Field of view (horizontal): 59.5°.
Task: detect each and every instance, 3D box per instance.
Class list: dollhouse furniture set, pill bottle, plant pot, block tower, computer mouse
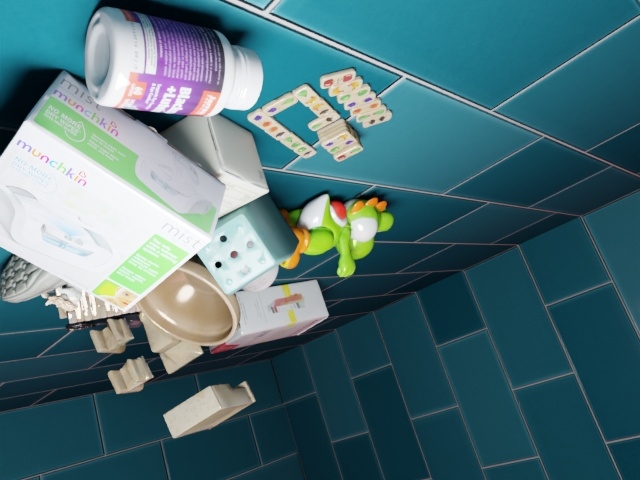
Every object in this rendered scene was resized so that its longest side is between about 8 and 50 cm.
[{"bbox_3d":[-0.385,0.340,1.631,0.362,0.394,0.256,-33,163,4],"label":"dollhouse furniture set"},{"bbox_3d":[-0.204,0.040,1.381,0.131,0.131,0.229,-22,156,11],"label":"pill bottle"},{"bbox_3d":[-0.271,0.108,1.203,0.237,0.237,0.110,-32,-157,38],"label":"plant pot"},{"bbox_3d":[-0.472,0.124,1.392,0.335,0.091,0.097,-9,-169,-27],"label":"block tower"},{"bbox_3d":[-0.171,-0.207,0.678,0.193,0.108,0.108,-4,158,-40],"label":"pill bottle"},{"bbox_3d":[-0.153,0.003,1.066,0.165,0.166,0.234,-32,-170,5],"label":"plant pot"},{"bbox_3d":[-0.659,0.263,1.737,0.241,0.041,0.071,-7,170,-12],"label":"computer mouse"}]

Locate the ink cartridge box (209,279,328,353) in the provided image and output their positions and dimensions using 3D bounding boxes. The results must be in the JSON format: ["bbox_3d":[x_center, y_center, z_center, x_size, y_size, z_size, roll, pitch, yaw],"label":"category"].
[{"bbox_3d":[-0.208,0.285,2.114,0.384,0.161,0.279,-5,159,-38],"label":"ink cartridge box"}]

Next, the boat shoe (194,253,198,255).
[{"bbox_3d":[-0.353,0.050,1.280,0.119,0.121,0.335,-28,160,30],"label":"boat shoe"}]

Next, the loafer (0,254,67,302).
[{"bbox_3d":[-0.509,0.042,1.110,0.319,0.112,0.111,-26,153,22],"label":"loafer"}]

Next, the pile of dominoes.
[{"bbox_3d":[0.015,-0.207,0.998,0.195,0.040,0.251,-24,163,19],"label":"pile of dominoes"}]

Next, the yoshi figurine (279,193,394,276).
[{"bbox_3d":[0.026,-0.006,1.429,0.362,0.204,0.203,-10,177,-34],"label":"yoshi figurine"}]

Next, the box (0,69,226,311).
[{"bbox_3d":[-0.307,-0.055,0.776,0.231,0.127,0.262,-34,124,32],"label":"box"}]

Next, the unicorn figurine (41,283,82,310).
[{"bbox_3d":[-0.549,0.088,1.248,0.111,0.162,0.060,26,146,-28],"label":"unicorn figurine"}]

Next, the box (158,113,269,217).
[{"bbox_3d":[-0.260,-0.084,0.951,0.311,0.121,0.148,-24,162,19],"label":"box"}]
